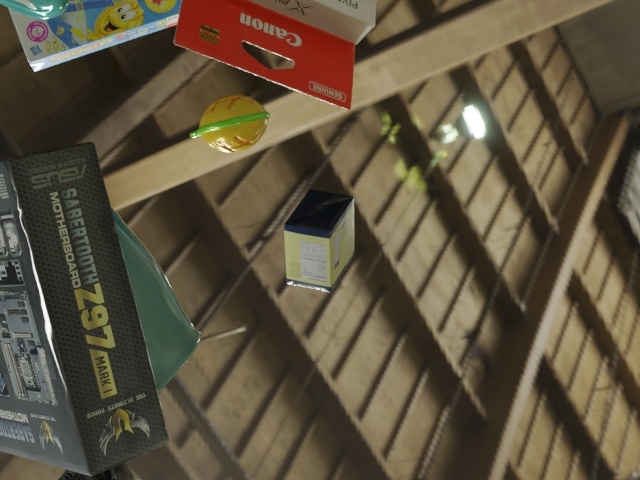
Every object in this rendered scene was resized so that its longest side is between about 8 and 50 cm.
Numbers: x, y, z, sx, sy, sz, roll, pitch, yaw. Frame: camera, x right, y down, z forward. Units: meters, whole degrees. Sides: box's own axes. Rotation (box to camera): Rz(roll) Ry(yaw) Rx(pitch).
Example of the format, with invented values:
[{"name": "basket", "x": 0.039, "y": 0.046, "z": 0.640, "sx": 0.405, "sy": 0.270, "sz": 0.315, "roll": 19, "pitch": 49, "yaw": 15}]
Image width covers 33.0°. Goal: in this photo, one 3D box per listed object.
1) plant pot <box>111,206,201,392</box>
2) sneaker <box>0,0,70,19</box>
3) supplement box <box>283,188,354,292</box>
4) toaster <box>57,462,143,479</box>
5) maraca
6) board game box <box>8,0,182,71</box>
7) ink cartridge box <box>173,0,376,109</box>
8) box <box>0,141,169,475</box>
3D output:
[{"name": "plant pot", "x": -0.320, "y": 0.116, "z": 1.538, "sx": 0.255, "sy": 0.272, "sz": 0.271, "roll": 46, "pitch": -142, "yaw": -9}, {"name": "sneaker", "x": -0.345, "y": -0.266, "z": 0.984, "sx": 0.275, "sy": 0.107, "sz": 0.109, "roll": 26, "pitch": -129, "yaw": -47}, {"name": "supplement box", "x": 0.000, "y": 0.000, "z": 1.240, "sx": 0.083, "sy": 0.056, "sz": 0.083, "roll": -55, "pitch": -30, "yaw": -51}, {"name": "toaster", "x": -0.210, "y": 0.311, "z": 1.121, "sx": 0.146, "sy": 0.227, "sz": 0.129, "roll": 47, "pitch": -108, "yaw": -18}, {"name": "maraca", "x": -0.160, "y": -0.203, "z": 1.902, "sx": 0.127, "sy": 0.186, "sz": 0.099, "roll": -12, "pitch": -87, "yaw": -25}, {"name": "board game box", "x": -0.441, "y": -0.508, "z": 1.991, "sx": 0.086, "sy": 0.302, "sz": 0.308, "roll": 172, "pitch": 77, "yaw": -81}, {"name": "ink cartridge box", "x": -0.054, "y": -0.332, "z": 1.479, "sx": 0.275, "sy": 0.060, "sz": 0.238, "roll": 18, "pitch": -121, "yaw": -23}, {"name": "box", "x": -0.195, "y": 0.042, "z": 0.684, "sx": 0.059, "sy": 0.233, "sz": 0.183, "roll": -17, "pitch": -83, "yaw": -37}]
